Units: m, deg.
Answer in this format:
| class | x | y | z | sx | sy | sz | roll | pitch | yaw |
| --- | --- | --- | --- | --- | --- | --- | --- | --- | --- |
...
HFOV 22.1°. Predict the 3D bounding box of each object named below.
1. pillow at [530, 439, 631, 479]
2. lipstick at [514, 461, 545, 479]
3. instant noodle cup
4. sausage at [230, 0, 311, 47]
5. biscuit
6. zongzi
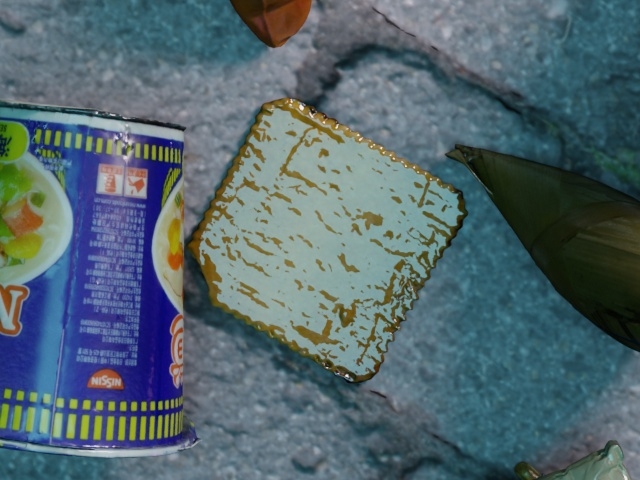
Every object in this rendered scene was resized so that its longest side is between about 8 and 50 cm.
| class | x | y | z | sx | sy | sz | roll | pitch | yaw |
| --- | --- | --- | --- | --- | --- | --- | --- | --- | --- |
| pillow | 0.235 | 0.371 | 1.664 | 0.274 | 0.076 | 0.280 | -24 | 102 | 19 |
| lipstick | 0.245 | 0.272 | 1.688 | 0.116 | 0.037 | 0.037 | 45 | 98 | -2 |
| instant noodle cup | -0.239 | 0.031 | 1.566 | 0.284 | 0.284 | 0.312 | 7 | 91 | 1 |
| sausage | -0.053 | -0.263 | 1.559 | 0.089 | 0.089 | 0.179 | -5 | 143 | 3 |
| biscuit | 0.000 | 0.000 | 1.662 | 0.237 | 0.013 | 0.232 | 29 | 100 | -2 |
| zongzi | 0.256 | -0.002 | 1.530 | 0.289 | 0.260 | 0.123 | 39 | 91 | -6 |
